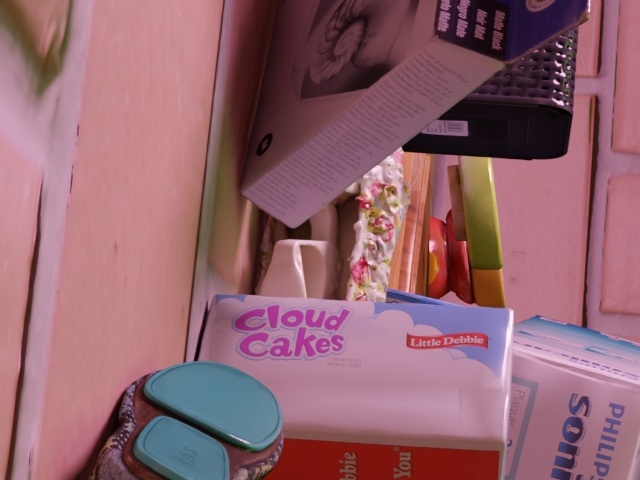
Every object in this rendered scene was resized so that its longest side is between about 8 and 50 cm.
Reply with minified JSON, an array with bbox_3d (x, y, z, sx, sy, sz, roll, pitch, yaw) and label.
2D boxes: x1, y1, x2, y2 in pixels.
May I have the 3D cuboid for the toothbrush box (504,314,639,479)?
[{"bbox_3d":[0.169,0.179,1.329,0.295,0.126,0.216,-8,113,-76],"label":"toothbrush box"}]

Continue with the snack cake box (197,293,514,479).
[{"bbox_3d":[0.018,0.150,0.958,0.264,0.152,0.089,89,8,-46],"label":"snack cake box"}]

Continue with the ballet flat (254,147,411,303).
[{"bbox_3d":[0.000,0.000,1.045,0.077,0.091,0.241,38,49,-56],"label":"ballet flat"}]

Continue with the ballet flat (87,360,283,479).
[{"bbox_3d":[-0.058,0.092,0.696,0.188,0.070,0.070,-32,126,-80],"label":"ballet flat"}]

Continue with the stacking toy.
[{"bbox_3d":[0.099,-0.083,1.777,0.279,0.130,0.309,43,41,-82],"label":"stacking toy"}]

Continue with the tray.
[{"bbox_3d":[0.058,0.108,1.681,0.411,0.076,0.202,85,11,-51],"label":"tray"}]

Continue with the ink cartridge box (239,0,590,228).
[{"bbox_3d":[0.052,-0.144,0.977,0.224,0.045,0.223,-35,-147,38],"label":"ink cartridge box"}]

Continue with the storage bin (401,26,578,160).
[{"bbox_3d":[0.083,-0.115,1.249,0.122,0.180,0.084,72,24,-74],"label":"storage bin"}]

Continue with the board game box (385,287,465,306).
[{"bbox_3d":[0.073,0.207,1.426,0.308,0.086,0.302,38,66,-75],"label":"board game box"}]
